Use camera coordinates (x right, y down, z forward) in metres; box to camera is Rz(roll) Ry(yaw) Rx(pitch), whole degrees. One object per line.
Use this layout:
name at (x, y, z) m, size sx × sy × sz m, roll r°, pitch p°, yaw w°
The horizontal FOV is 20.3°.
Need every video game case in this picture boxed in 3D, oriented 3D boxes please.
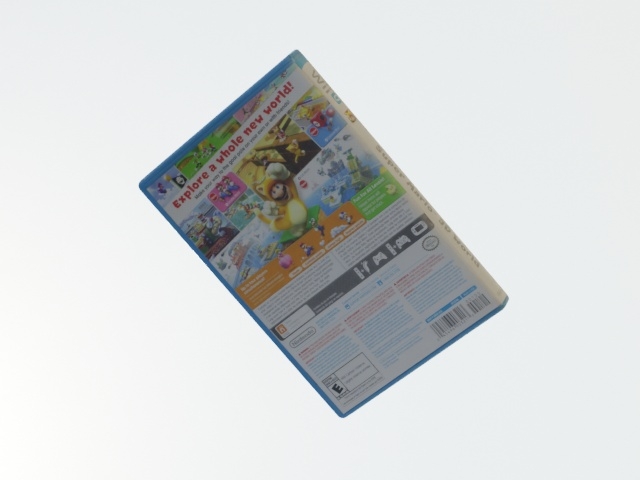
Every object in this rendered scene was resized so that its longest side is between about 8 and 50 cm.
video game case at (0.000, 0.000, 0.917) m, size 0.166 × 0.119 × 0.015 m, roll 49°, pitch -150°, yaw -6°
